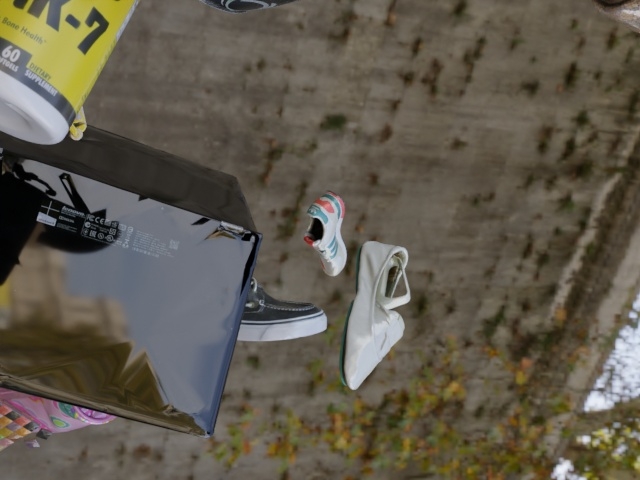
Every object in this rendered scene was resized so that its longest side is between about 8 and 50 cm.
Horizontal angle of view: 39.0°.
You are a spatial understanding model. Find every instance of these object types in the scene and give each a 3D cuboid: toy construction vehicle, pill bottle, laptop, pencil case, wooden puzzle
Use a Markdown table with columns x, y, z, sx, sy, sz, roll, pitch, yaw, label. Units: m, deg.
| x | y | z | sx | sy | sz | roll | pitch | yaw | label |
| --- | --- | --- | --- | --- | --- | --- | --- | --- | --- |
| -0.267 | -0.152 | 0.923 | 0.098 | 0.035 | 0.086 | 60 | -15 | -17 | toy construction vehicle |
| -0.213 | -0.192 | 0.717 | 0.208 | 0.119 | 0.119 | -67 | -164 | -15 | pill bottle |
| -0.296 | 0.010 | 1.160 | 0.236 | 0.382 | 0.407 | 151 | -45 | -65 | laptop |
| -0.390 | 0.200 | 1.208 | 0.284 | 0.124 | 0.124 | -12 | -110 | 31 | pencil case |
| -0.261 | 0.148 | 0.727 | 0.049 | 0.083 | 0.006 | -31 | -141 | 16 | wooden puzzle |

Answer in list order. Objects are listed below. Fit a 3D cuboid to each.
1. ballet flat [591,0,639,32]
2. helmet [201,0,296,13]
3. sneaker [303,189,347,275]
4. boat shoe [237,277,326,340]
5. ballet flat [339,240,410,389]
| x | y | z | sx | sy | sz | roll | pitch | yaw | label |
| --- | --- | --- | --- | --- | --- | --- | --- | --- | --- |
| 0.296 | -0.330 | 0.912 | 0.108 | 0.106 | 0.315 | -27 | -128 | 40 | ballet flat |
| -0.032 | -0.258 | 0.660 | 0.162 | 0.169 | 0.169 | -25 | -123 | 32 | helmet |
| 0.000 | 0.000 | 1.478 | 0.057 | 0.075 | 0.161 | 27 | -46 | 32 | sneaker |
| -0.154 | 0.121 | 1.698 | 0.121 | 0.335 | 0.119 | -134 | -134 | -85 | boat shoe |
| 0.130 | 0.150 | 2.010 | 0.139 | 0.139 | 0.400 | 118 | -11 | -46 | ballet flat |
